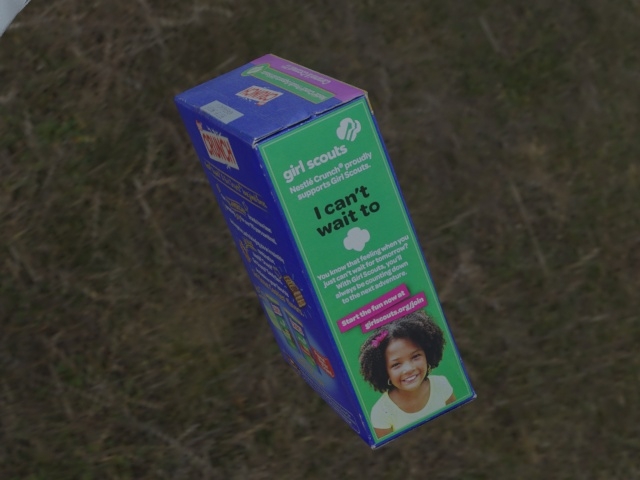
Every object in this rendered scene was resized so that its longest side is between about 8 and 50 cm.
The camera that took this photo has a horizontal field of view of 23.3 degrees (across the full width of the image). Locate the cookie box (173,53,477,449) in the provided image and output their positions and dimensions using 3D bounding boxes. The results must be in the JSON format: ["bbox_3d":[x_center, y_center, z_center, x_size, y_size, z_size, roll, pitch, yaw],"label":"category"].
[{"bbox_3d":[0.000,0.000,0.501,0.040,0.092,0.107,-27,112,-12],"label":"cookie box"}]

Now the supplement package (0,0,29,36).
[{"bbox_3d":[-0.281,-0.232,0.797,0.293,0.175,0.177,60,42,-37],"label":"supplement package"}]
